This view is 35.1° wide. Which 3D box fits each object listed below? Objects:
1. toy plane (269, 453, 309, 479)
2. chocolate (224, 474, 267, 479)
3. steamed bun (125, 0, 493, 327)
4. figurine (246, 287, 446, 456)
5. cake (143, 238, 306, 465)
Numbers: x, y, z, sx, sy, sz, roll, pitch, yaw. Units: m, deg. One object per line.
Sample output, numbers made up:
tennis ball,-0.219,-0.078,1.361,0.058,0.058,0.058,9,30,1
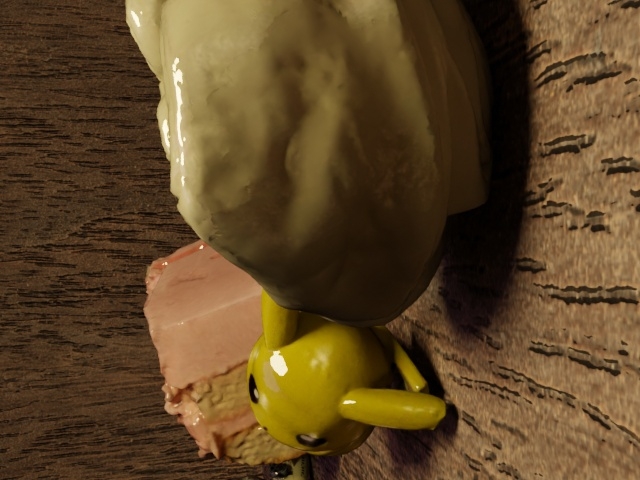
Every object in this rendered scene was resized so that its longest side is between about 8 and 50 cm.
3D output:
toy plane,-0.058,0.469,2.054,0.244,0.092,0.229,-116,11,-63
chocolate,-0.094,0.578,1.536,0.314,0.326,0.297,-55,17,15
steamed bun,0.015,-0.117,0.840,0.343,0.255,0.367,66,-166,20
figurine,0.015,0.152,1.098,0.169,0.218,0.327,-50,-8,-3
cake,-0.134,0.174,1.691,0.314,0.293,0.307,-122,15,-63
